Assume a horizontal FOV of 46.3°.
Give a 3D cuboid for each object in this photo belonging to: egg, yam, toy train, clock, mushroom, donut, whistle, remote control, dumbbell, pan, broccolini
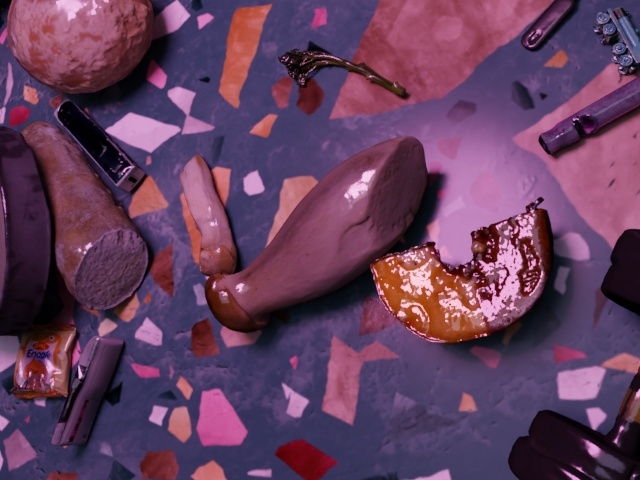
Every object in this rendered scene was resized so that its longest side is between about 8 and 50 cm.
[{"bbox_3d":[-0.371,-0.331,1.156,0.245,0.203,0.203,-17,72,26],"label":"egg"},{"bbox_3d":[-0.377,-0.057,1.142,0.133,0.133,0.330,-42,62,10],"label":"yam"},{"bbox_3d":[0.367,-0.244,0.907,0.045,0.029,0.092,-22,69,10],"label":"toy train"},{"bbox_3d":[-0.505,-0.013,1.140,0.325,0.067,0.324,4,95,47],"label":"clock"},{"bbox_3d":[0.000,0.000,0.958,0.350,0.128,0.128,-37,67,15],"label":"mushroom"},{"bbox_3d":[-0.167,-0.039,1.084,0.059,0.054,0.202,-26,65,18],"label":"mushroom"},{"bbox_3d":[0.178,0.051,0.893,0.217,0.085,0.141,-15,73,21],"label":"donut"},{"bbox_3d":[0.345,-0.157,0.894,0.177,0.033,0.033,-31,68,15],"label":"whistle"},{"bbox_3d":[-0.337,0.220,1.091,0.029,0.065,0.166,17,86,25],"label":"remote control"},{"bbox_3d":[-0.356,-0.156,1.191,0.043,0.047,0.207,-48,64,3],"label":"toy train"},{"bbox_3d":[0.331,0.147,0.751,0.185,0.185,0.388,25,90,26],"label":"dumbbell"},{"bbox_3d":[0.339,-0.334,0.937,0.235,0.028,0.136,-47,65,8],"label":"pan"},{"bbox_3d":[0.033,-0.240,1.046,0.194,0.054,0.052,15,66,24],"label":"broccolini"}]

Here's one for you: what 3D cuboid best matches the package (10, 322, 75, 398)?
[{"bbox_3d":[-0.428,0.186,1.156,0.108,0.031,0.120,0,78,23],"label":"package"}]
